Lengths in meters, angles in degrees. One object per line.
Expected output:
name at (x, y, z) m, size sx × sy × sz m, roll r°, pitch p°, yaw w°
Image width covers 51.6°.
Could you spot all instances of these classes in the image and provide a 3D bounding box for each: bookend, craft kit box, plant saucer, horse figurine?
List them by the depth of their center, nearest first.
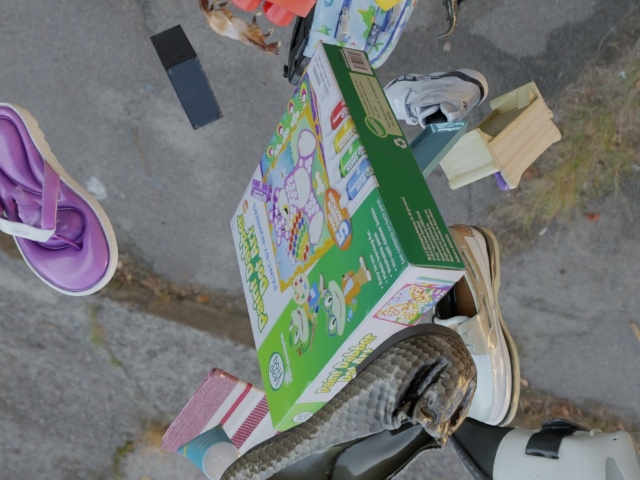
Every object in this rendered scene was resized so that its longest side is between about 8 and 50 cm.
craft kit box at (0.000, 0.000, 0.590) m, size 0.060 × 0.250 × 0.247 m, roll 3°, pitch 139°, yaw -26°
plant saucer at (0.122, -0.099, 0.856) m, size 0.067 × 0.192 × 0.018 m, roll 3°, pitch 131°, yaw 44°
bookend at (-0.284, -0.348, 1.407) m, size 0.072 × 0.157 × 0.156 m, roll -25°, pitch 138°, yaw -5°
horse figurine at (-0.222, -0.582, 1.765) m, size 0.263 × 0.175 × 0.066 m, roll 25°, pitch 132°, yaw -15°

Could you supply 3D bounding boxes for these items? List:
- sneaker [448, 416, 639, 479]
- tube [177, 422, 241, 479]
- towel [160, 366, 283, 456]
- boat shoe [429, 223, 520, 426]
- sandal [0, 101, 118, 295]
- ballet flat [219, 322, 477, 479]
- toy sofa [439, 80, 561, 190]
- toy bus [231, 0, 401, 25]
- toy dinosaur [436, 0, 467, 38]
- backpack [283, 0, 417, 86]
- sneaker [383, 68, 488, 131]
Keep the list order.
sneaker at (0.248, 0.232, 0.629) m, size 0.122 × 0.146 × 0.330 m, roll 51°, pitch 170°, yaw -20°
tube at (-0.163, 0.307, 0.976) m, size 0.052 × 0.080 × 0.207 m, roll 68°, pitch 160°, yaw 0°
towel at (-0.160, 0.430, 1.491) m, size 0.329 × 0.037 × 0.237 m, roll 29°, pitch 109°, yaw -23°
boat shoe at (0.212, 0.127, 0.979) m, size 0.103 × 0.303 × 0.113 m, roll 1°, pitch 167°, yaw -40°
sandal at (-0.504, -0.071, 1.138) m, size 0.169 × 0.102 × 0.416 m, roll -44°, pitch 72°, yaw 11°
ballet flat at (0.005, 0.148, 0.412) m, size 0.084 × 0.058 × 0.250 m, roll 30°, pitch 117°, yaw -26°
toy sofa at (0.465, -0.254, 1.719) m, size 0.150 × 0.362 × 0.177 m, roll -21°, pitch 105°, yaw 49°
toy bus at (0.033, -0.237, 0.461) m, size 0.220 × 0.150 × 0.211 m, roll 10°, pitch 139°, yaw -31°
toy dinosaur at (0.323, -0.603, 1.521) m, size 0.121 × 0.313 × 0.160 m, roll 35°, pitch 164°, yaw 21°
backpack at (0.076, -0.476, 1.277) m, size 0.273 × 0.290 × 0.356 m, roll 7°, pitch 108°, yaw 6°
sneaker at (0.283, -0.386, 1.915) m, size 0.365 × 0.210 × 0.137 m, roll -1°, pitch 127°, yaw 40°
